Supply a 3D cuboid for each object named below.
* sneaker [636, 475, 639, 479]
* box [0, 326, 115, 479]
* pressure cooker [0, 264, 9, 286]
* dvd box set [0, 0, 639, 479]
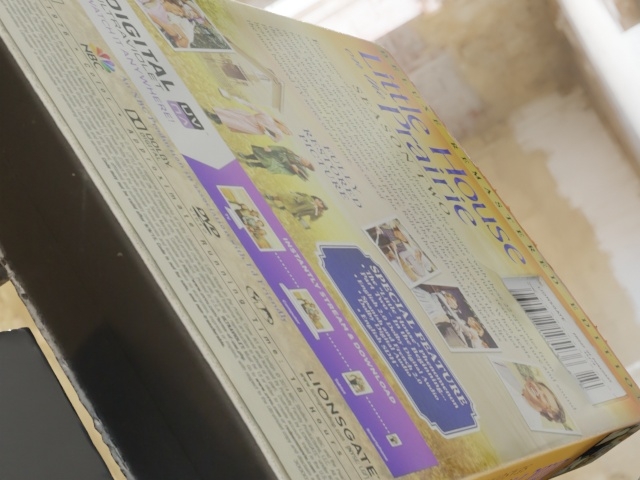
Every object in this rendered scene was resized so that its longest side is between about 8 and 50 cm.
[{"bbox_3d":[0.260,0.190,0.969,0.106,0.078,0.234,62,-172,-2],"label":"sneaker"},{"bbox_3d":[-0.137,0.190,0.516,0.184,0.103,0.261,51,136,31],"label":"box"},{"bbox_3d":[-0.556,-0.095,1.540,0.370,0.421,0.375,168,96,-71],"label":"pressure cooker"},{"bbox_3d":[0.000,0.000,0.717,0.307,0.062,0.420,56,-157,17],"label":"dvd box set"}]
